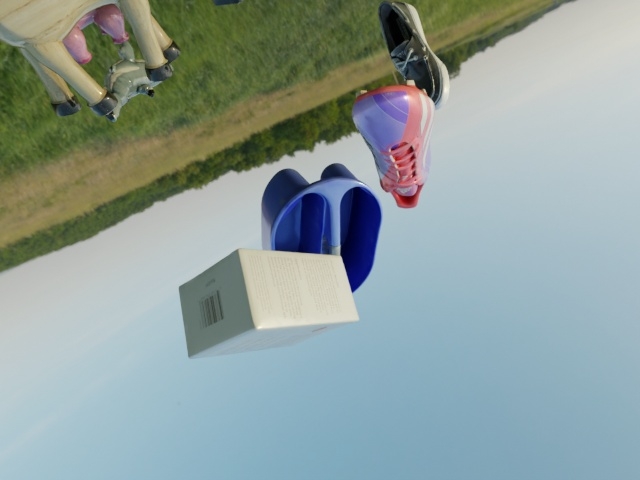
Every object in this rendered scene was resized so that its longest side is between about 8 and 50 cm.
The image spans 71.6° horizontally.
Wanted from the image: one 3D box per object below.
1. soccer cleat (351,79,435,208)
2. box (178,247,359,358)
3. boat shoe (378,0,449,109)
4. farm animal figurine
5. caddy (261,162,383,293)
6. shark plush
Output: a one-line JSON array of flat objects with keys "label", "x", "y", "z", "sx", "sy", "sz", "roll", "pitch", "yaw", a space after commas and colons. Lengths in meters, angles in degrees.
[{"label": "soccer cleat", "x": 0.092, "y": -0.099, "z": 0.508, "sx": 0.083, "sy": 0.095, "sz": 0.248, "roll": -7, "pitch": 174, "yaw": 14}, {"label": "box", "x": -0.062, "y": 0.078, "z": 0.544, "sx": 0.130, "sy": 0.091, "sz": 0.170, "roll": -29, "pitch": 157, "yaw": 36}, {"label": "boat shoe", "x": 0.225, "y": -0.467, "z": 1.115, "sx": 0.102, "sy": 0.301, "sz": 0.108, "roll": -12, "pitch": 172, "yaw": -43}, {"label": "farm animal figurine", "x": -0.101, "y": -0.271, "z": 0.336, "sx": 0.327, "sy": 0.172, "sz": 0.330, "roll": -10, "pitch": -129, "yaw": 7}, {"label": "caddy", "x": 0.000, "y": 0.000, "z": 0.949, "sx": 0.241, "sy": 0.341, "sz": 0.179, "roll": -11, "pitch": -140, "yaw": -19}, {"label": "shark plush", "x": -0.253, "y": -0.216, "z": 0.601, "sx": 0.161, "sy": 0.067, "sz": 0.073, "roll": -93, "pitch": -158, "yaw": -57}]
